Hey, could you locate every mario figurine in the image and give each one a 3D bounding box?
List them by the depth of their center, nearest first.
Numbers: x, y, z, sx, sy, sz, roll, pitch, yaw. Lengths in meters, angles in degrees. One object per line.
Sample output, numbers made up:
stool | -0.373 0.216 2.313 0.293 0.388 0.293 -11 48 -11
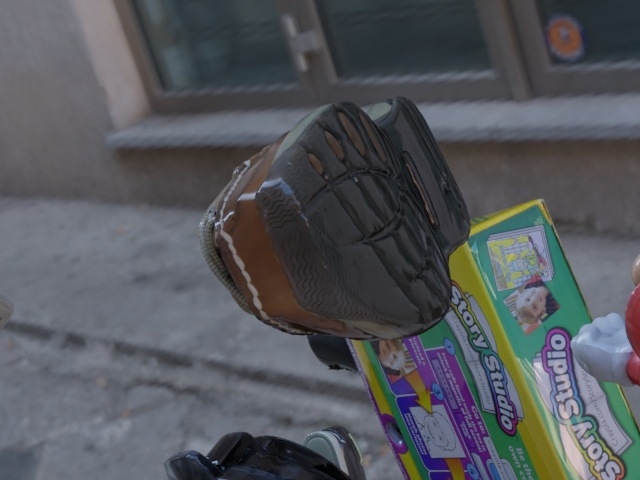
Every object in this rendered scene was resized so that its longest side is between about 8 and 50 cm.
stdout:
mario figurine | 0.273 0.031 1.029 0.170 0.198 0.320 13 13 14

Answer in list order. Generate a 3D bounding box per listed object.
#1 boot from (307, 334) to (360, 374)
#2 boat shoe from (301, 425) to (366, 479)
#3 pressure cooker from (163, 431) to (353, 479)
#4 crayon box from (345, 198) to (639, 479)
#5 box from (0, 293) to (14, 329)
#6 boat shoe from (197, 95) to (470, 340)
boot | 0.068 0.188 2.091 0.137 0.198 0.077 -28 -4 41
boat shoe | 0.036 0.366 1.955 0.081 0.228 0.068 -12 -1 34
pressure cooker | -0.065 0.452 1.704 0.375 0.370 0.420 19 51 28
crayon box | 0.171 0.165 1.415 0.106 0.363 0.313 -25 3 -26
box | -0.351 0.050 1.087 0.149 0.127 0.232 -52 -11 -9
boat shoe | 0.000 0.000 0.772 0.120 0.123 0.324 -24 0 15
